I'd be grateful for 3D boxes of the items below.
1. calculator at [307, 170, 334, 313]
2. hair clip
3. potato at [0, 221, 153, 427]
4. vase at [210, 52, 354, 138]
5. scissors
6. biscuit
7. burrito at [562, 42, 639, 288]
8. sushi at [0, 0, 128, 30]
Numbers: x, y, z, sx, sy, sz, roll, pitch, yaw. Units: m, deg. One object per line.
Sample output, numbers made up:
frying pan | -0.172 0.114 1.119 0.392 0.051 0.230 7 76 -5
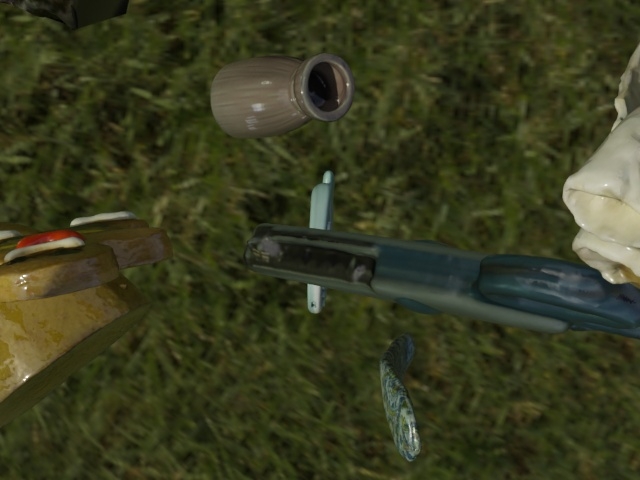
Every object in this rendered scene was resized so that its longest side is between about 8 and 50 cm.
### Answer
calculator | 0.000 0.000 1.599 0.021 0.095 0.153 2 55 2
hair clip | 0.076 0.142 1.568 0.036 0.229 0.066 -8 110 5
potato | -0.271 0.059 1.457 0.178 0.203 0.158 -32 87 -47
vase | -0.024 -0.094 1.048 0.053 0.100 0.053 0 89 -37
scissors | 0.067 0.021 0.905 0.138 0.289 0.041 19 81 -51
biscuit | -0.180 0.009 1.101 0.158 0.240 0.035 -12 96 -8
burrito | 0.181 -0.064 0.558 0.117 0.392 0.076 27 124 15
sushi | -0.130 -0.139 0.509 0.109 0.273 0.134 15 102 7
